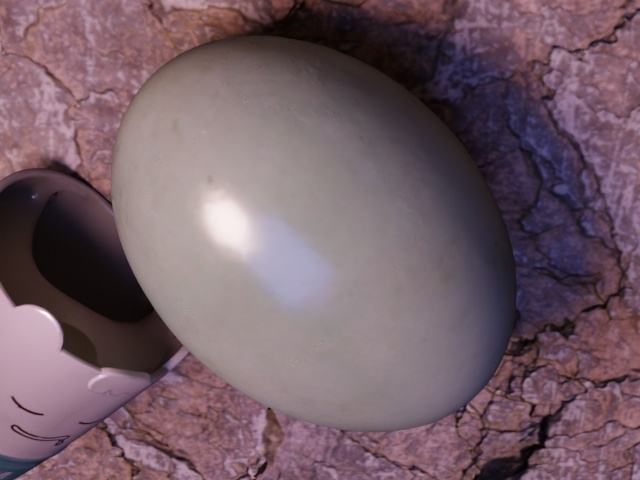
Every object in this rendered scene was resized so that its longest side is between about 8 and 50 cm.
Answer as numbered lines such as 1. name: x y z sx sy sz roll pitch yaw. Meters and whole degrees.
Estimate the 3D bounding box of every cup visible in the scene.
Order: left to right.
1. cup: -0.256 0.094 1.345 0.258 0.219 0.290 -37 149 26

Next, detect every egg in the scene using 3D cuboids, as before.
1. egg: 0.000 0.000 1.209 0.276 0.276 0.389 -37 120 25
